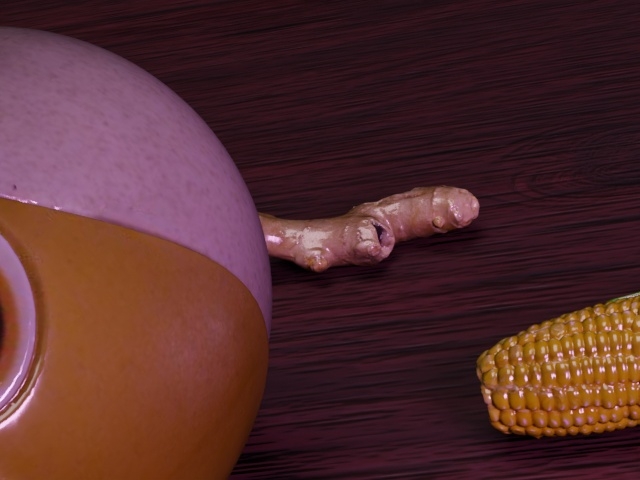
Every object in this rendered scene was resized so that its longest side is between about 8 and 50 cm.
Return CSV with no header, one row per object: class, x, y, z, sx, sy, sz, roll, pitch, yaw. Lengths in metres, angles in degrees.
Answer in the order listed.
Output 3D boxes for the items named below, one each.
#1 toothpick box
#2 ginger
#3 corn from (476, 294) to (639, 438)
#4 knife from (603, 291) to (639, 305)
toothpick box,-0.252,0.082,1.179,0.409,0.409,0.425,0,36,24
ginger,0.000,0.000,1.563,0.288,0.075,0.089,-13,34,-4
corn,0.265,0.077,1.265,0.305,0.106,0.106,-11,29,8
knife,0.329,0.037,1.398,0.212,0.015,0.054,-14,37,-1
